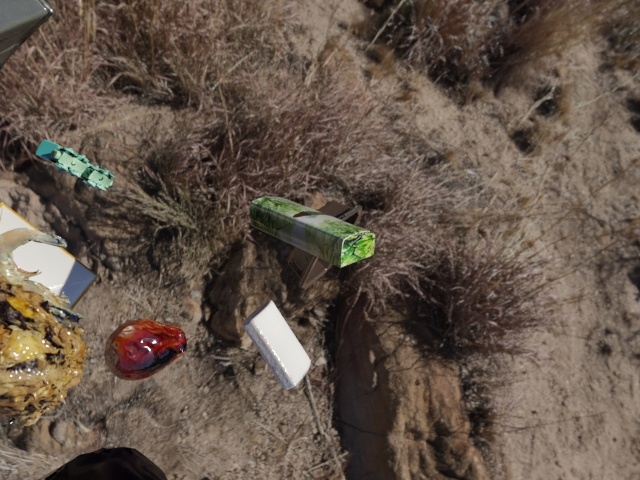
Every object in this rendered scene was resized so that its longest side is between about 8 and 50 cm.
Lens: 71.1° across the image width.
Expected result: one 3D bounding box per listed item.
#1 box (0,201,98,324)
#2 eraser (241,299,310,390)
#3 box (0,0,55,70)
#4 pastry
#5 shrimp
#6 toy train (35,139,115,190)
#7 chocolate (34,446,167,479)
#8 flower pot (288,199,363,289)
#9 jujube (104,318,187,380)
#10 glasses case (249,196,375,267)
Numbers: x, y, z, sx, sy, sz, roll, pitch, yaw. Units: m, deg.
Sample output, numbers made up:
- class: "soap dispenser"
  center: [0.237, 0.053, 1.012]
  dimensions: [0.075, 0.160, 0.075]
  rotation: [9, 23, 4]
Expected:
- class: "box"
  center: [-0.755, 0.119, 1.059]
  dimensions: [0.283, 0.214, 0.259]
  rotation: [48, 35, -24]
- class: "eraser"
  center: [-0.148, 0.357, 1.549]
  dimensions: [0.270, 0.095, 0.174]
  rotation: [59, 20, -6]
- class: "box"
  center: [-0.669, -0.427, 0.699]
  dimensions: [0.345, 0.251, 0.204]
  rotation: [54, 35, -28]
- class: "pastry"
  center: [-0.476, 0.149, 0.655]
  dimensions: [0.275, 0.275, 0.192]
  rotation: [18, 46, -17]
- class: "shrimp"
  center: [-0.541, 0.068, 0.880]
  dimensions: [0.219, 0.046, 0.152]
  rotation: [43, 74, -22]
- class: "toy train"
  center: [-0.284, -0.085, 0.525]
  dimensions: [0.045, 0.092, 0.029]
  rotation: [24, 82, 16]
- class: "chocolate"
  center: [-0.213, 0.360, 0.329]
  dimensions: [0.225, 0.210, 0.340]
  rotation: [43, 13, -46]
- class: "flower pot"
  center: [0.000, 0.000, 1.149]
  dimensions: [0.084, 0.250, 0.179]
  rotation: [38, 40, 15]
- class: "jujube"
  center: [-0.495, 0.308, 1.291]
  dimensions: [0.236, 0.168, 0.168]
  rotation: [-1, 63, -49]
- class: "glasses case"
  center: [-0.025, -0.028, 0.894]
  dimensions: [0.095, 0.062, 0.272]
  rotation: [-19, 31, -41]
